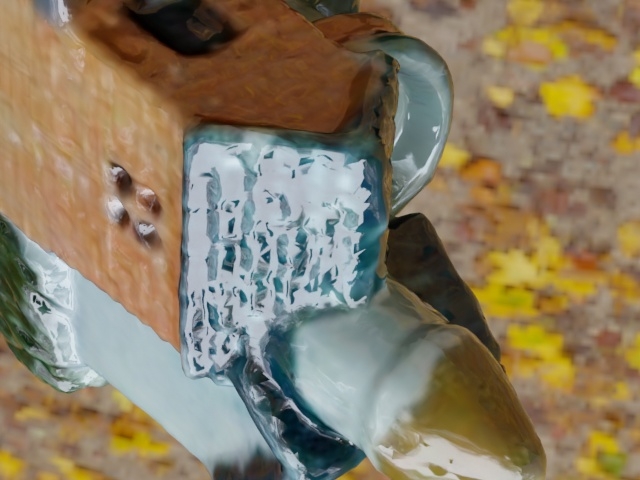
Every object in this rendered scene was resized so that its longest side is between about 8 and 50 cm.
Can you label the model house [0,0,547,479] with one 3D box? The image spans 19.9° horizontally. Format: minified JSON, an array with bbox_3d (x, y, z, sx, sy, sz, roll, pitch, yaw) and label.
[{"bbox_3d":[0.000,0.000,0.707,0.291,0.184,0.253,43,142,35],"label":"model house"}]
